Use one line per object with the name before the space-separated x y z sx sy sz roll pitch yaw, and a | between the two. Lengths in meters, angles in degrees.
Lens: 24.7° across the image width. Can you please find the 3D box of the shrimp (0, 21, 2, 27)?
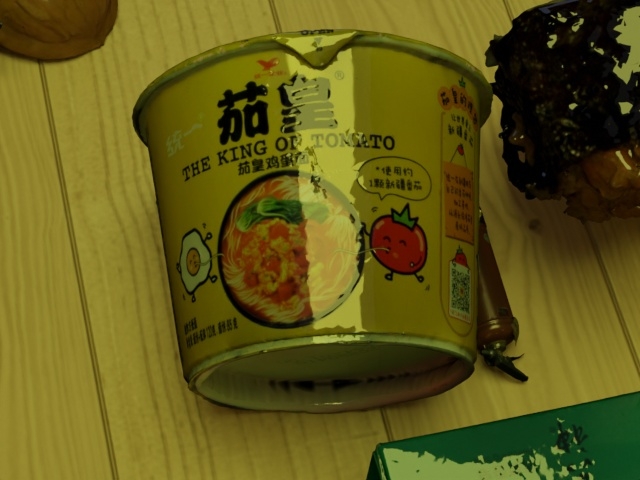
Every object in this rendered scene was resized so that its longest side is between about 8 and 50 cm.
shrimp | -0.468 -0.200 1.431 0.289 0.075 0.178 17 44 5

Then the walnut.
walnut | -0.301 -0.286 1.504 0.211 0.087 0.167 36 61 14

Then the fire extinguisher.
fire extinguisher | 0.155 0.051 1.386 0.062 0.050 0.177 12 54 -43

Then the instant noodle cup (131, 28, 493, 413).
instant noodle cup | 0.000 0.000 1.265 0.325 0.325 0.254 -1 71 -5

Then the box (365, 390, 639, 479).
box | 0.165 0.215 1.237 0.245 0.153 0.092 -11 64 -9

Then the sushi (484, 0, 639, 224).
sushi | 0.274 -0.112 1.346 0.234 0.348 0.207 -20 79 24
